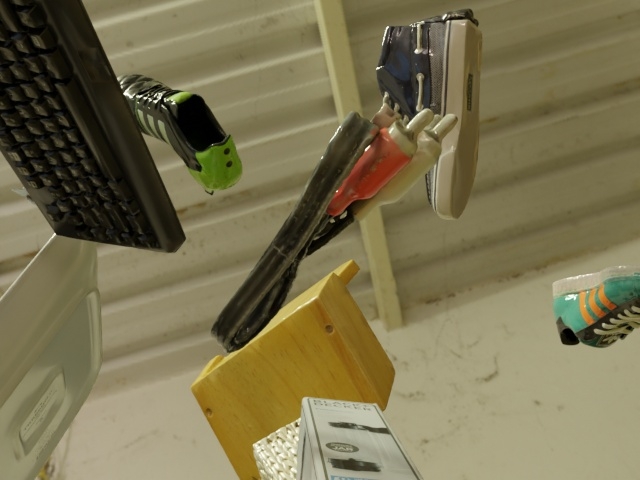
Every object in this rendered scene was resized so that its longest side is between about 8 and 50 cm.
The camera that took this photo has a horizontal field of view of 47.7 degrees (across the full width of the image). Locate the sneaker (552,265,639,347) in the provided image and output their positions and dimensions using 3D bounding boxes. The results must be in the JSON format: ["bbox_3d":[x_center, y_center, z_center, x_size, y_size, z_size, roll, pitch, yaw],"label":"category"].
[{"bbox_3d":[0.478,0.111,1.161,0.108,0.302,0.121,4,-102,-11],"label":"sneaker"}]

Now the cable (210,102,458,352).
[{"bbox_3d":[0.000,0.000,0.593,0.072,0.139,0.287,39,-76,11],"label":"cable"}]

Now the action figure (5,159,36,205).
[{"bbox_3d":[-0.305,-0.126,0.839,0.099,0.285,0.185,-32,-19,3],"label":"action figure"}]

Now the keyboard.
[{"bbox_3d":[-0.206,-0.109,0.418,0.201,0.033,0.317,13,-37,22],"label":"keyboard"}]

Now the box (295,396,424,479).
[{"bbox_3d":[0.025,0.259,0.659,0.087,0.290,0.169,5,-90,-5],"label":"box"}]

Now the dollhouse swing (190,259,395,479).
[{"bbox_3d":[-0.016,0.247,1.424,0.346,0.315,0.305,-38,-14,25],"label":"dollhouse swing"}]

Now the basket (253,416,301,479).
[{"bbox_3d":[-0.011,0.331,0.974,0.103,0.167,0.113,-21,-63,-19],"label":"basket"}]

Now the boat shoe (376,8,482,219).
[{"bbox_3d":[0.176,-0.208,1.218,0.127,0.158,0.341,6,-92,-61],"label":"boat shoe"}]

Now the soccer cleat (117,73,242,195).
[{"bbox_3d":[-0.132,-0.114,0.659,0.060,0.179,0.072,-35,-30,-27],"label":"soccer cleat"}]

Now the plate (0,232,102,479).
[{"bbox_3d":[-0.271,0.150,0.658,0.045,0.277,0.278,23,-39,2],"label":"plate"}]
